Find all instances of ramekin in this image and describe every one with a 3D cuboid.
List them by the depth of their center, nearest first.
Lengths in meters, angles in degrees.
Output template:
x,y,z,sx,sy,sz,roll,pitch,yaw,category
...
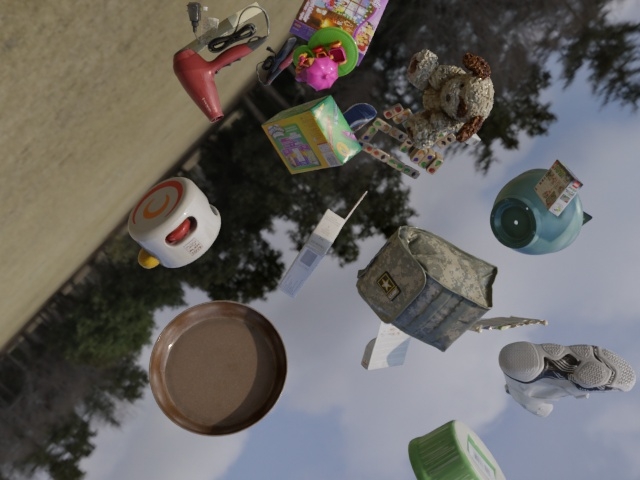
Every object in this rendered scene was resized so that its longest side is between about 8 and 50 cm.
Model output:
x,y,z,sx,sy,sz,roll,pitch,yaw,category
0.394,0.650,2.087,0.148,0.303,0.303,-38,-167,14,ramekin

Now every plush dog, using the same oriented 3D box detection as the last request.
x,y,z,sx,sy,sz,roll,pitch,yaw,category
0.362,-0.368,1.970,0.211,0.262,0.225,-3,-171,-31,plush dog

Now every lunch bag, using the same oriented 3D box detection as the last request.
x,y,z,sx,sy,sz,roll,pitch,yaw,category
0.247,0.111,1.831,0.235,0.287,0.169,-55,-171,47,lunch bag

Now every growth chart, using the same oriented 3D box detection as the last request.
x,y,z,sx,sy,sz,roll,pitch,yaw,category
0.513,0.239,2.157,0.237,0.021,0.172,-4,-177,-19,growth chart

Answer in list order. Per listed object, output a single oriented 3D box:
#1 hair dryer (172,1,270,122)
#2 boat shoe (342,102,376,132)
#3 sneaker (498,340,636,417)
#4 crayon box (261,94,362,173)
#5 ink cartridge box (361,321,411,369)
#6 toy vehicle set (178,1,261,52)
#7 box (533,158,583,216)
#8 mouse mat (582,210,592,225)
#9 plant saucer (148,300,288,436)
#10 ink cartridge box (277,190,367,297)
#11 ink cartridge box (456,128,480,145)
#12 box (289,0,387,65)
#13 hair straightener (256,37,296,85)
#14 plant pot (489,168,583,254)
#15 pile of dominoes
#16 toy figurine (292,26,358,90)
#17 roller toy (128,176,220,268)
x,y,z,sx,sy,sz,roll,pitch,yaw,category
-0.254,-0.434,1.823,0.080,0.224,0.293,-17,118,-71,hair dryer
0.091,-0.353,2.229,0.183,0.066,0.066,-29,161,-36,boat shoe
0.696,0.403,2.145,0.366,0.210,0.137,5,-133,18,sneaker
-0.029,-0.276,1.998,0.081,0.165,0.278,-40,-161,-25,crayon box
0.207,0.302,2.278,0.045,0.145,0.179,35,-60,49,ink cartridge box
-0.329,-0.682,2.447,0.267,0.035,0.166,-17,-159,43,toy vehicle set
0.679,-0.154,2.151,0.114,0.036,0.207,-55,-172,20,box
0.841,-0.062,2.603,0.153,0.190,0.007,-42,-132,29,mouse mat
-0.228,0.289,1.697,0.310,0.311,0.050,-48,165,-18,plant saucer
0.000,0.000,2.131,0.261,0.066,0.296,-57,-179,-33,ink cartridge box
0.404,-0.323,2.146,0.029,0.115,0.063,-44,155,24,ink cartridge box
0.064,-0.622,1.982,0.293,0.201,0.057,-69,-172,-28,box
-0.141,-0.571,2.372,0.047,0.089,0.230,-22,170,-37,hair straightener
0.683,-0.076,2.471,0.196,0.293,0.293,-19,172,-43,plant pot
0.259,-0.289,2.256,0.196,0.251,0.040,-50,-157,34,pile of dominoes
-0.009,-0.419,1.802,0.173,0.130,0.159,-7,-147,23,toy figurine
-0.341,-0.037,1.776,0.191,0.146,0.209,-10,-134,31,roller toy
